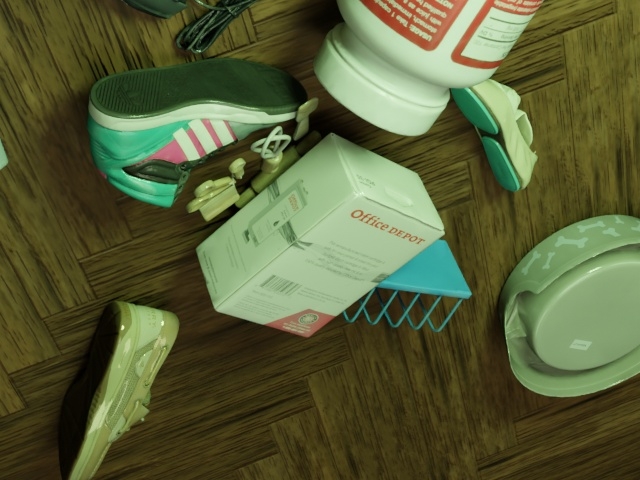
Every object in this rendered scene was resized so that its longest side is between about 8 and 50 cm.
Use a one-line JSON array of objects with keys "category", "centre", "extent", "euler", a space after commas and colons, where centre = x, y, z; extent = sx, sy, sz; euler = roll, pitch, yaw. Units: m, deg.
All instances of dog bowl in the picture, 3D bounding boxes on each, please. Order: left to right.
[{"category": "dog bowl", "centre": [0.453, 0.104, 2.263], "extent": [0.349, 0.102, 0.349], "euler": [-12, 134, -12]}]

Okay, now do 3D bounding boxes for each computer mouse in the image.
[{"category": "computer mouse", "centre": [-0.163, -0.332, 1.623], "extent": [0.184, 0.060, 0.262], "euler": [-38, 135, 14]}]

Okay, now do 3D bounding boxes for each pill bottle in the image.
[{"category": "pill bottle", "centre": [0.163, -0.335, 1.641], "extent": [0.229, 0.229, 0.407], "euler": [14, 124, -32]}]

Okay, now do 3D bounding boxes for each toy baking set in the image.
[{"category": "toy baking set", "centre": [-0.075, -0.099, 1.821], "extent": [0.256, 0.030, 0.197], "euler": [-39, 172, 17]}]

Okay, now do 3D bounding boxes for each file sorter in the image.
[{"category": "file sorter", "centre": [0.117, 0.065, 2.073], "extent": [0.170, 0.118, 0.104], "euler": [8, 131, -29]}]

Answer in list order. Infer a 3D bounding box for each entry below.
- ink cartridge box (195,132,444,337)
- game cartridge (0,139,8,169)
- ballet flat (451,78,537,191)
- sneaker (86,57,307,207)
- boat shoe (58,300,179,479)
[{"category": "ink cartridge box", "centre": [0.000, 0.000, 1.915], "extent": [0.283, 0.117, 0.207], "euler": [-39, 143, 25]}, {"category": "game cartridge", "centre": [-0.533, -0.111, 1.609], "extent": [0.297, 0.062, 0.198], "euler": [-19, 98, -6]}, {"category": "ballet flat", "centre": [0.256, -0.172, 1.950], "extent": [0.086, 0.086, 0.248], "euler": [-28, 137, 4]}, {"category": "sneaker", "centre": [-0.168, -0.128, 1.768], "extent": [0.295, 0.124, 0.178], "euler": [-7, 140, -27]}, {"category": "boat shoe", "centre": [-0.306, 0.242, 2.050], "extent": [0.110, 0.121, 0.341], "euler": [9, 125, -28]}]
